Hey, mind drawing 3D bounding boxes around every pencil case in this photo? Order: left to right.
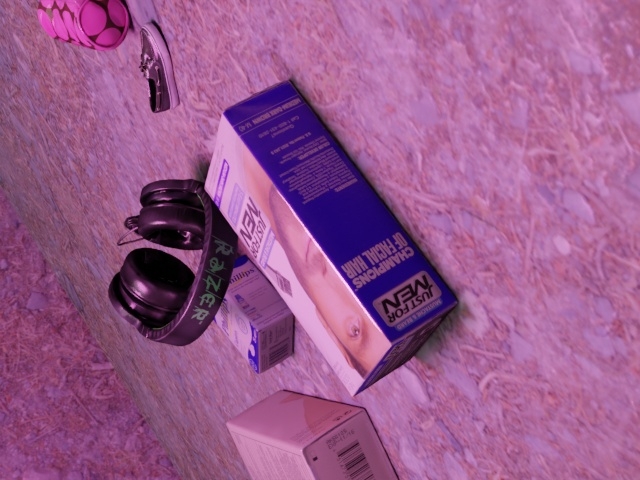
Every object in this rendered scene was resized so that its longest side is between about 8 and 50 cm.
[{"bbox_3d":[-0.376,-0.353,1.605,0.098,0.095,0.209,33,172,-35],"label":"pencil case"}]

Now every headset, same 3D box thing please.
[{"bbox_3d":[-0.213,0.022,1.595,0.394,0.185,0.244,27,99,58],"label":"headset"}]

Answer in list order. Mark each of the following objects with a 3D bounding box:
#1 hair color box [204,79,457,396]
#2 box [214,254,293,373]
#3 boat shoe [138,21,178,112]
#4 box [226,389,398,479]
[{"bbox_3d":[0.000,0.000,1.235,0.339,0.110,0.185,52,154,15],"label":"hair color box"},{"bbox_3d":[-0.109,0.117,1.623,0.137,0.072,0.126,47,152,30],"label":"box"},{"bbox_3d":[-0.245,-0.251,1.517,0.049,0.040,0.142,35,146,44],"label":"boat shoe"},{"bbox_3d":[-0.021,0.338,1.633,0.311,0.121,0.148,-2,115,64],"label":"box"}]
